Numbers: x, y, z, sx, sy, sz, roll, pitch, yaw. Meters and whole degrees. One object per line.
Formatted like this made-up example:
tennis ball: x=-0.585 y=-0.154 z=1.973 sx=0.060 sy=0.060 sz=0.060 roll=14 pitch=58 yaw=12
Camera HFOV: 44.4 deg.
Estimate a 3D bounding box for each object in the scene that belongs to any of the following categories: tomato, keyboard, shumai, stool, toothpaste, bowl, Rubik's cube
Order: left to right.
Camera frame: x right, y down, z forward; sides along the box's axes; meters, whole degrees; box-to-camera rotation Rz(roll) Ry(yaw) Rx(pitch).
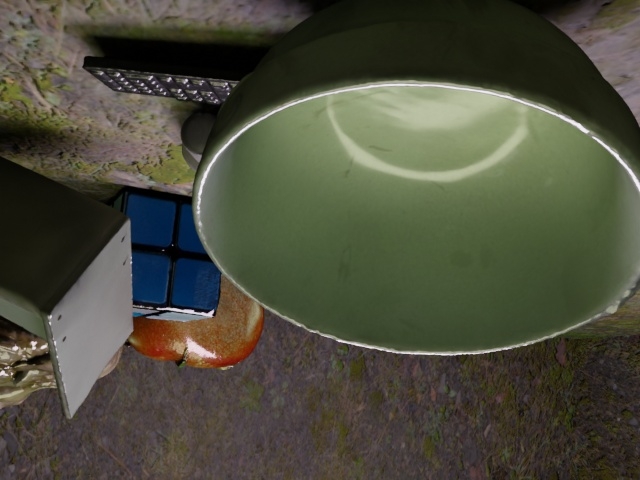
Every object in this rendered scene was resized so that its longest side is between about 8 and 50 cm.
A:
shumai: x=-0.519 y=0.198 z=1.256 sx=0.346 sy=0.283 sz=0.217 roll=21 pitch=-159 yaw=-30
stool: x=-0.388 y=0.056 z=1.006 sx=0.243 sy=0.170 sz=0.270 roll=24 pitch=141 yaw=8
Rubik's cube: x=-0.258 y=0.030 z=1.237 sx=0.167 sy=0.184 sz=0.180 roll=11 pitch=170 yaw=-25
tomato: x=-0.260 y=0.126 z=1.604 sx=0.303 sy=0.239 sz=0.303 roll=11 pitch=-177 yaw=0
toothpaste: x=-0.098 y=-0.093 z=0.867 sx=0.099 sy=0.068 sz=0.282 roll=34 pitch=-178 yaw=5
keyboard: x=-0.039 y=-0.127 z=0.677 sx=0.309 sy=0.018 sz=0.101 roll=6 pitch=180 yaw=2
bowl: x=0.070 y=-0.054 z=0.562 sx=0.307 sy=0.163 sz=0.307 roll=4 pitch=146 yaw=3
